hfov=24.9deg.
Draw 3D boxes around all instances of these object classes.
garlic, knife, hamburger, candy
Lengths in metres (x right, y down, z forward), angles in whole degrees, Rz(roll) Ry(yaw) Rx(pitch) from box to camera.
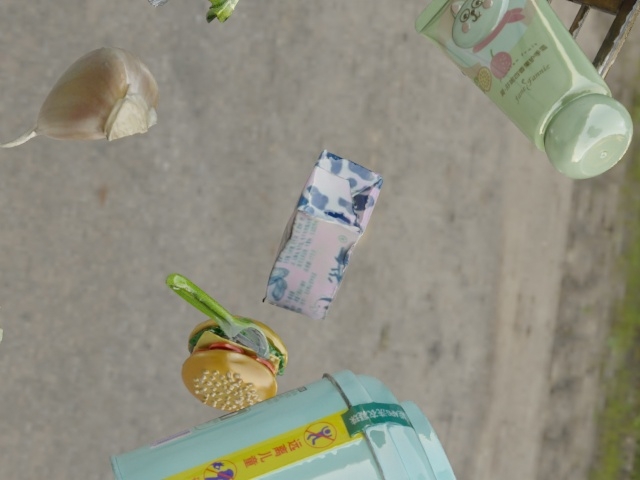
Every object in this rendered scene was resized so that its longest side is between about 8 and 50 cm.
[{"bbox_3d":[-0.318,-0.185,1.951,0.148,0.267,0.128,-18,95,-45],"label":"garlic"},{"bbox_3d":[-0.083,0.065,1.239,0.184,0.022,0.026,44,46,-57],"label":"knife"},{"bbox_3d":[-0.129,0.184,2.165,0.162,0.162,0.115,66,26,-44],"label":"hamburger"},{"bbox_3d":[0.000,0.000,1.415,0.160,0.073,0.092,112,-2,-49],"label":"candy"}]

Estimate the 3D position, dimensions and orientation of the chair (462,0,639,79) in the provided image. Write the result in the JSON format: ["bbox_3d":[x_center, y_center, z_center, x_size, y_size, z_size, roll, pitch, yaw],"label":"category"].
[{"bbox_3d":[0.318,-0.400,1.771,0.416,0.203,0.240,-61,156,-12],"label":"chair"}]

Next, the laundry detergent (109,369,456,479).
[{"bbox_3d":[-0.021,0.293,1.444,0.287,0.305,0.287,160,-90,-81],"label":"laundry detergent"}]

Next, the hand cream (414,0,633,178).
[{"bbox_3d":[0.218,-0.191,1.537,0.093,0.306,0.147,16,122,-46],"label":"hand cream"}]

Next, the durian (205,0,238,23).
[{"bbox_3d":[-0.142,-0.477,1.917,0.107,0.132,0.375,1,93,-37],"label":"durian"}]

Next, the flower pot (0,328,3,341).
[{"bbox_3d":[-0.549,0.090,1.644,0.290,0.259,0.290,-38,153,-23],"label":"flower pot"}]

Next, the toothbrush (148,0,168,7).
[{"bbox_3d":[-0.137,-0.269,1.513,0.321,0.031,0.023,-69,135,-75],"label":"toothbrush"}]
